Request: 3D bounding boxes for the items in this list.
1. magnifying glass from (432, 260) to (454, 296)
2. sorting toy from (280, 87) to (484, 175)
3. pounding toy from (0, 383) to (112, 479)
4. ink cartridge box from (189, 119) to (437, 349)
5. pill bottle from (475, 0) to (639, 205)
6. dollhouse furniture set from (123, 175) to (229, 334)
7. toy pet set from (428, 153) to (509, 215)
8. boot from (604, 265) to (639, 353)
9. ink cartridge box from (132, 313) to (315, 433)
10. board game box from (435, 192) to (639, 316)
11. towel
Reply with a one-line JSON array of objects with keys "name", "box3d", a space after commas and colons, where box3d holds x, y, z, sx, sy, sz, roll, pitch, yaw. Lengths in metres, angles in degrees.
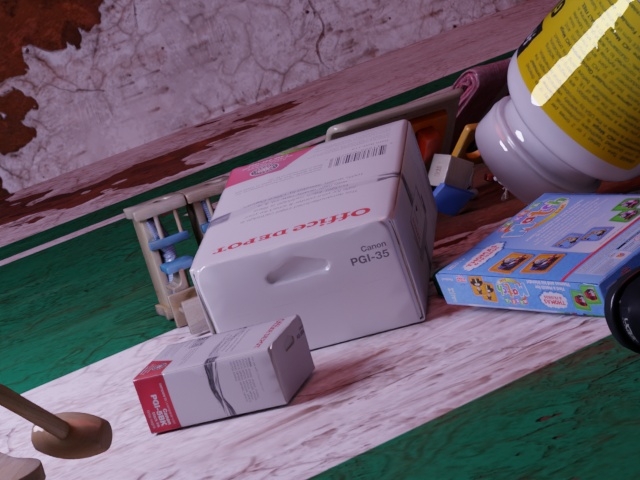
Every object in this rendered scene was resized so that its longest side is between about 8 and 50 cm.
[{"name": "magnifying glass", "box3d": [0.206, 0.024, 1.847, 0.231, 0.026, 0.092, -10, 13, 41]}, {"name": "sorting toy", "box3d": [0.084, -0.081, 2.268, 0.347, 0.196, 0.047, -19, 54, -25]}, {"name": "pounding toy", "box3d": [-0.286, 0.187, 1.438, 0.154, 0.155, 0.269, -6, 15, 29]}, {"name": "ink cartridge box", "box3d": [0.000, 0.000, 1.936, 0.207, 0.117, 0.283, -15, 20, 12]}, {"name": "pill bottle", "box3d": [0.314, -0.184, 1.990, 0.334, 0.188, 0.188, -48, -6, 30]}, {"name": "dollhouse furniture set", "box3d": [-0.120, 0.012, 2.132, 0.129, 0.129, 0.183, -20, 10, -14]}, {"name": "toy pet set", "box3d": [0.180, -0.054, 2.246, 0.114, 0.065, 0.122, 16, -3, -28]}, {"name": "boot", "box3d": [0.343, 0.024, 1.419, 0.246, 0.094, 0.207, -26, 8, -9]}, {"name": "ink cartridge box", "box3d": [-0.084, 0.119, 1.727, 0.135, 0.056, 0.099, -14, 11, 20]}, {"name": "board game box", "box3d": [0.230, 0.009, 1.747, 0.160, 0.039, 0.211, -35, 23, -31]}, {"name": "towel", "box3d": [0.287, -0.212, 2.586, 0.329, 0.037, 0.237, -23, -16, -28]}]
